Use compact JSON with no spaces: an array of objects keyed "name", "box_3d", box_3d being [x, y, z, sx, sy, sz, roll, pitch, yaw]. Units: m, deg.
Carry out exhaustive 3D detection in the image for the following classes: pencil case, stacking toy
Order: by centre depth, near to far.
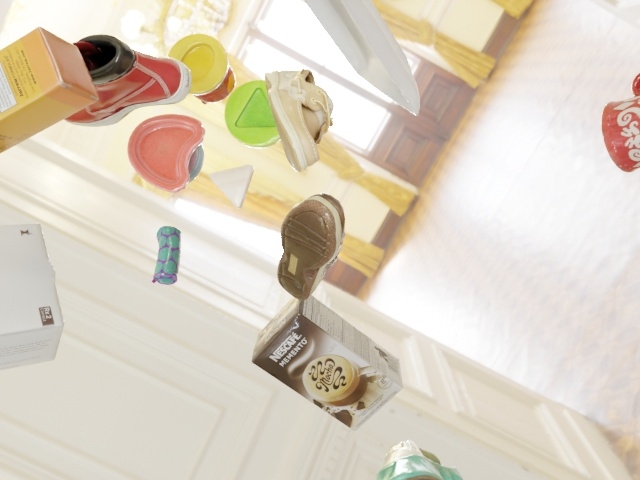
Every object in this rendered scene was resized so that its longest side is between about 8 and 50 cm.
[{"name":"stacking toy","box_3d":[-0.208,-0.216,1.257,0.309,0.280,0.130,-62,-6,-4]},{"name":"pencil case","box_3d":[-0.411,0.040,1.686,0.064,0.070,0.151,75,-168,-61]}]

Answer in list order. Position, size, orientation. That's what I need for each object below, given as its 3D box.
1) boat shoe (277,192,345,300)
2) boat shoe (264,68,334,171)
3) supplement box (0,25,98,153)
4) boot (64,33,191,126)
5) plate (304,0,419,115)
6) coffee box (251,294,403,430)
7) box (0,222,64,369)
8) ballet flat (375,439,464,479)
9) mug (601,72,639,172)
[{"name":"boat shoe","box_3d":[-0.006,-0.005,0.975,0.095,0.095,0.257,-45,-9,-30]},{"name":"boat shoe","box_3d":[-0.016,-0.125,0.600,0.170,0.059,0.063,-106,0,-51]},{"name":"supplement box","box_3d":[-0.379,-0.147,0.718,0.233,0.080,0.078,-27,-6,10]},{"name":"boot","box_3d":[-0.336,-0.232,0.906,0.176,0.244,0.088,3,-100,-61]},{"name":"plate","box_3d":[0.039,-0.336,0.945,0.045,0.277,0.278,-40,31,5]},{"name":"coffee box","box_3d":[0.017,0.268,1.408,0.168,0.297,0.119,-48,15,20]},{"name":"box","box_3d":[-0.478,0.084,0.888,0.119,0.182,0.181,-54,52,44]},{"name":"ballet flat","box_3d":[0.121,0.305,0.806,0.083,0.247,0.087,-35,50,12]},{"name":"mug","box_3d":[0.507,-0.189,0.901,0.169,0.113,0.150,-14,89,52]}]
